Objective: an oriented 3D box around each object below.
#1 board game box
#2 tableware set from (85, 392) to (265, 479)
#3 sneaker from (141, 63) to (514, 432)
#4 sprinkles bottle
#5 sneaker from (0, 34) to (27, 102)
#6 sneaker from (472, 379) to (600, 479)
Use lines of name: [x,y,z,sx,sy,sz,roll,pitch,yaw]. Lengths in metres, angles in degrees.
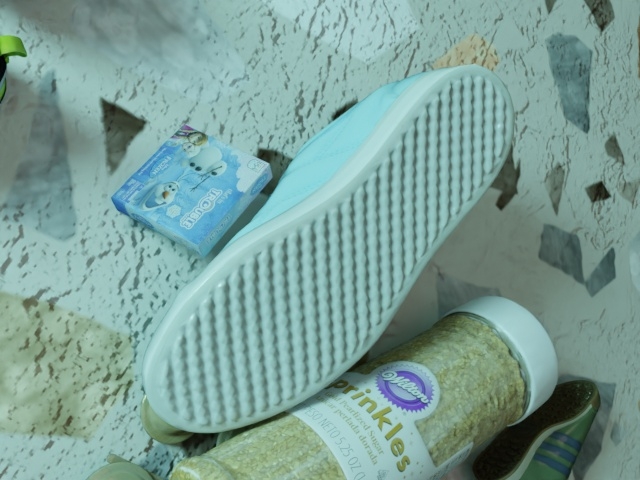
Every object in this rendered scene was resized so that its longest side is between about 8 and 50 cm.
board game box: [-0.100,-0.042,0.535,0.090,0.090,0.020,-53,157,-26]
tableware set: [-0.107,0.185,0.539,0.141,0.020,0.168,44,61,-25]
sneaker: [0.000,0.000,0.566,0.366,0.150,0.135,-42,111,-14]
sprinkles bottle: [0.055,0.160,0.575,0.355,0.121,0.121,-21,97,-36]
sneaker: [-0.299,-0.098,0.400,0.235,0.097,0.084,-24,98,-32]
sneaker: [0.242,0.235,0.740,0.192,0.064,0.086,-28,108,-32]
